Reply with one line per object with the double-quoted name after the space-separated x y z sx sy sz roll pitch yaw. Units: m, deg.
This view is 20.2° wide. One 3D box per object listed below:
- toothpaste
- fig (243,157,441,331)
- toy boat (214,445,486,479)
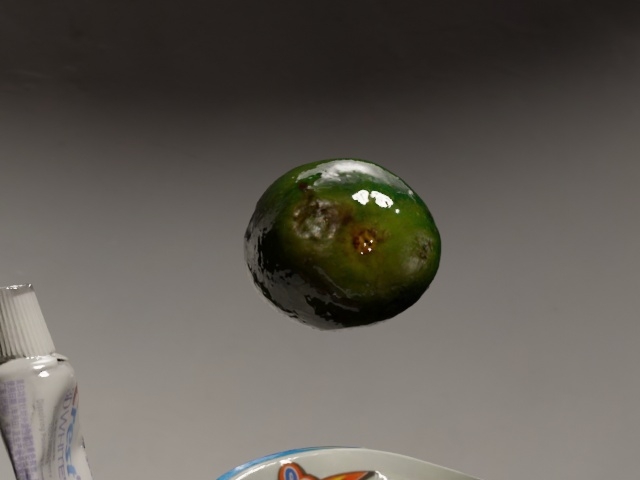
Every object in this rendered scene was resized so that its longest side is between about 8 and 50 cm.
-0.201 0.169 1.347 0.099 0.068 0.282 -16 88 -43 "toothpaste"
0.000 0.000 1.132 0.117 0.177 0.117 -2 96 -18 "fig"
0.047 0.196 1.091 0.295 0.088 0.129 23 74 -32 "toy boat"
